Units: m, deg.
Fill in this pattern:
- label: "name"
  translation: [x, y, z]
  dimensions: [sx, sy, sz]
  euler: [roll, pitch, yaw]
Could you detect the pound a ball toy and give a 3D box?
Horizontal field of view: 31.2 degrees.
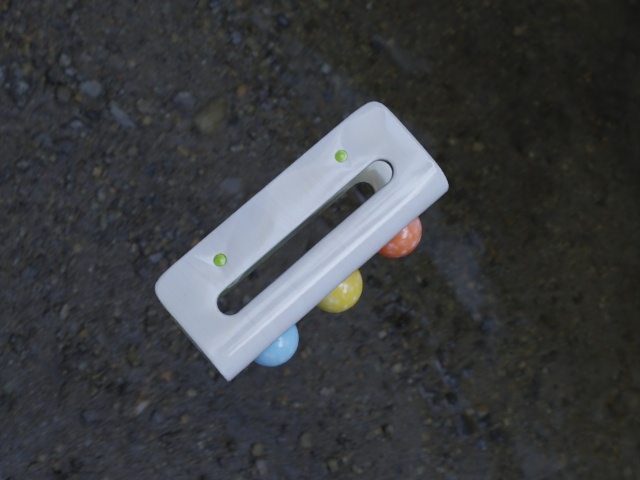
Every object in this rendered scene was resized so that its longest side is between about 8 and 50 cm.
- label: "pound a ball toy"
  translation: [0.000, 0.000, 1.121]
  dimensions: [0.319, 0.208, 0.136]
  euler: [-40, 88, -9]
